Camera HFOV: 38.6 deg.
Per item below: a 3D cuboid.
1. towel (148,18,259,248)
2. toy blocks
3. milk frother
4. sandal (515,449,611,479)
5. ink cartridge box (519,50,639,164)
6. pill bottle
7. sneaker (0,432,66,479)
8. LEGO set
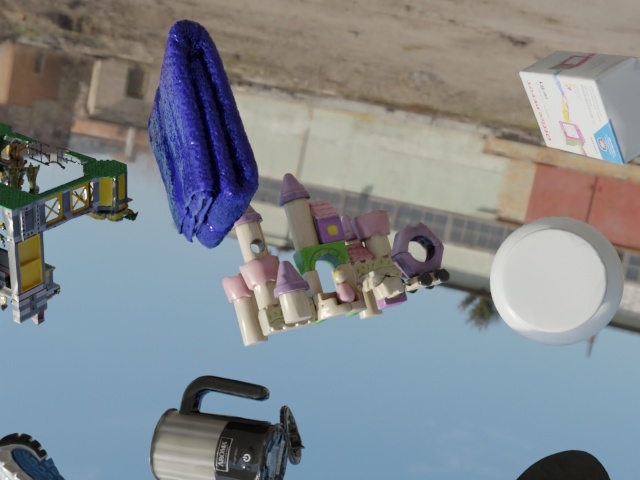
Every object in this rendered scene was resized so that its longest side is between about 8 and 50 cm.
[{"bbox_3d":[-0.164,-0.117,1.149,0.076,0.227,0.308,-18,174,-18],"label":"towel"},{"bbox_3d":[0.000,0.000,1.488,0.289,0.260,0.309,-11,169,-21],"label":"toy blocks"},{"bbox_3d":[-0.099,0.233,1.048,0.135,0.129,0.143,5,149,19],"label":"milk frother"},{"bbox_3d":[0.280,0.451,1.266,0.446,0.107,0.167,-35,-108,-29],"label":"sandal"},{"bbox_3d":[0.254,-0.129,0.868,0.052,0.088,0.122,-31,-158,-10],"label":"ink cartridge box"},{"bbox_3d":[0.221,0.038,0.852,0.118,0.117,0.208,13,-179,16],"label":"pill bottle"},{"bbox_3d":[-0.349,0.336,1.162,0.071,0.083,0.190,-23,-119,-43],"label":"sneaker"},{"bbox_3d":[-0.427,-0.020,1.256,0.332,0.192,0.255,15,-152,18],"label":"LEGO set"}]
